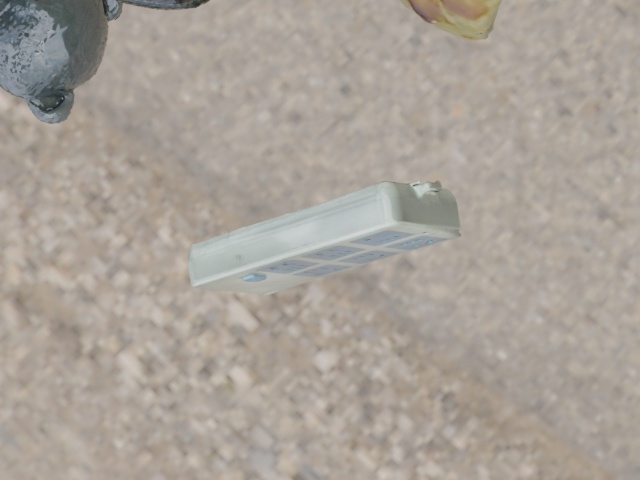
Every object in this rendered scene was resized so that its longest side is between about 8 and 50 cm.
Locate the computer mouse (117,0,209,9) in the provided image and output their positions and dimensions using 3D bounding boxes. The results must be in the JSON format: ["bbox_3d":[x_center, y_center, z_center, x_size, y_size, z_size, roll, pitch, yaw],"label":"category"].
[{"bbox_3d":[-0.152,-0.215,1.204,0.192,0.105,0.062,39,123,-15],"label":"computer mouse"}]

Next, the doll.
[{"bbox_3d":[-0.390,-0.300,2.111,0.340,0.246,0.158,36,157,-7],"label":"doll"}]

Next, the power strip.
[{"bbox_3d":[0.000,0.000,1.192,0.192,0.081,0.035,-18,76,35],"label":"power strip"}]

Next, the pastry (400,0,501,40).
[{"bbox_3d":[0.097,-0.284,1.329,0.170,0.237,0.256,21,103,5],"label":"pastry"}]
